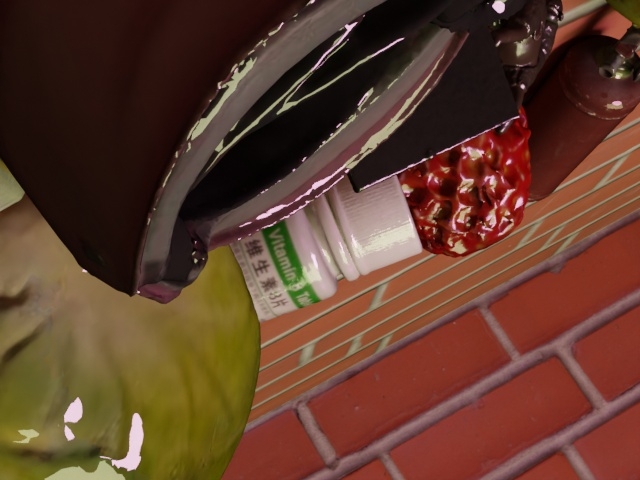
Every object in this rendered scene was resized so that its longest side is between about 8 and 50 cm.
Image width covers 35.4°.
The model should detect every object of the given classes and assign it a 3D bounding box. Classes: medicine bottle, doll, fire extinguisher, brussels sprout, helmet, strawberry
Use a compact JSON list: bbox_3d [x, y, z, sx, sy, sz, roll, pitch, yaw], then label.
[{"bbox_3d":[-0.034,-0.001,0.926,0.236,0.139,0.139,-19,166,5],"label":"medicine bottle"},{"bbox_3d":[0.185,-0.189,0.936,0.165,0.057,0.139,-51,150,-29],"label":"doll"},{"bbox_3d":[0.325,-0.179,1.223,0.147,0.106,0.337,-52,177,-29],"label":"fire extinguisher"},{"bbox_3d":[-0.199,0.093,0.743,0.268,0.344,0.344,5,-171,35],"label":"brussels sprout"},{"bbox_3d":[-0.046,-0.116,0.481,0.271,0.197,0.338,-42,179,7],"label":"helmet"},{"bbox_3d":[0.125,-0.066,1.046,0.233,0.178,0.234,-22,165,-6],"label":"strawberry"}]

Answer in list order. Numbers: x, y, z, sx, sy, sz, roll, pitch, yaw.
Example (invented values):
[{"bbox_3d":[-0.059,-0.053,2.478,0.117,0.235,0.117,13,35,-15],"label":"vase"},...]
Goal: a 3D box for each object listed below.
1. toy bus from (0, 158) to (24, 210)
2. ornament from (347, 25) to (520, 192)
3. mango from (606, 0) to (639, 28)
[{"bbox_3d":[-0.314,0.006,0.472,0.342,0.138,0.097,-32,168,-2],"label":"toy bus"},{"bbox_3d":[0.026,-0.131,0.829,0.166,0.153,0.196,-25,-172,-18],"label":"ornament"},{"bbox_3d":[0.240,-0.260,0.450,0.201,0.225,0.382,-48,154,-49],"label":"mango"}]
